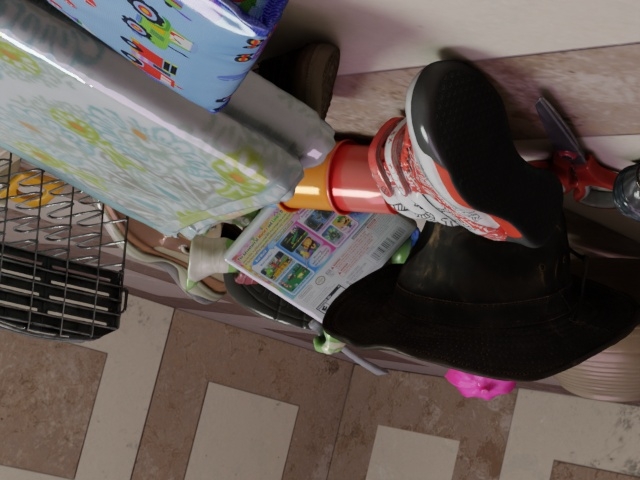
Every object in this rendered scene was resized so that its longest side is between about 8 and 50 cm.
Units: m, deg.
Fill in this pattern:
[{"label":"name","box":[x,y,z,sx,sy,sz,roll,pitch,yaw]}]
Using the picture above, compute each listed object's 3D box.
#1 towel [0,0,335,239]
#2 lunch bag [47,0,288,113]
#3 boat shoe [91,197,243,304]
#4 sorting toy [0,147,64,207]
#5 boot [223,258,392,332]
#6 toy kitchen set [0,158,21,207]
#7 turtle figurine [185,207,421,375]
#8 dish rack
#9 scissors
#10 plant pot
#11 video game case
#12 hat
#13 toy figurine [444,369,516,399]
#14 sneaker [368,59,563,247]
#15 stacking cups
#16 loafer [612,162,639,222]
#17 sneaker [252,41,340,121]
[{"label":"towel","box":[-0.198,-0.128,1.047,0.374,0.090,0.320,29,164,-16]},{"label":"lunch bag","box":[-0.144,-0.194,0.653,0.293,0.138,0.221,24,172,-8]},{"label":"boat shoe","box":[-0.186,-0.026,1.791,0.116,0.123,0.324,-25,148,17]},{"label":"sorting toy","box":[-0.471,-0.119,1.643,0.196,0.047,0.347,-25,146,29]},{"label":"boot","box":[0.064,0.075,1.869,0.377,0.138,0.284,2,171,2]},{"label":"toy kitchen set","box":[-0.502,-0.103,1.833,0.166,0.122,0.207,17,150,-19]},{"label":"turtle figurine","box":[-0.020,0.038,1.585,0.266,0.198,0.275,9,168,-3]},{"label":"dish rack","box":[-0.260,-0.042,1.257,0.074,0.272,0.208,-11,161,40]},{"label":"scissors","box":[0.222,-0.072,1.146,0.109,0.021,0.297,15,170,7]},{"label":"plant pot","box":[0.317,0.102,1.455,0.237,0.110,0.237,-3,-164,1]},{"label":"video game case","box":[0.000,0.000,1.443,0.143,0.157,0.019,34,-158,-20]},{"label":"hat","box":[0.163,0.018,1.328,0.331,0.134,0.331,1,-163,0]},{"label":"toy figurine","box":[0.172,0.103,1.515,0.159,0.173,0.130,45,156,32]},{"label":"sneaker","box":[0.089,-0.071,1.105,0.145,0.090,0.270,15,169,33]},{"label":"stacking cups","box":[-0.060,-0.071,1.347,0.316,0.096,0.096,5,168,33]},{"label":"loafer","box":[0.332,-0.025,1.131,0.170,0.062,0.061,13,166,-6]},{"label":"sneaker","box":[-0.027,-0.116,1.080,0.071,0.066,0.188,15,170,0]}]
